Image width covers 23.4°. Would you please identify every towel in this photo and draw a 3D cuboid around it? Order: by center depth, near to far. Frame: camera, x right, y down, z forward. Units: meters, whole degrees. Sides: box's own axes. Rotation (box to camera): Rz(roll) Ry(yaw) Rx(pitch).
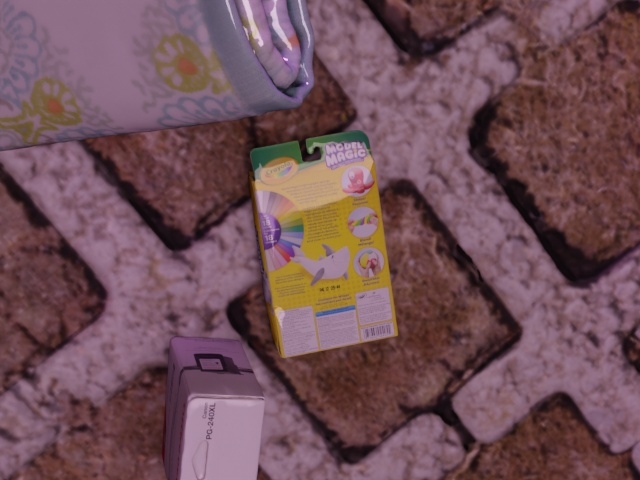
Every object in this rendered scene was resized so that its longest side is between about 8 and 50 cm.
[{"bbox_3d":[-0.184,-0.252,1.066,0.090,0.320,0.374,-34,114,-49],"label":"towel"}]

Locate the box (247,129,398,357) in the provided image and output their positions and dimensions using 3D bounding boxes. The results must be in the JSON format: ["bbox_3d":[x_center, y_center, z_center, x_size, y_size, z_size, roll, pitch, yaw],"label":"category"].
[{"bbox_3d":[0.000,0.000,1.276,0.105,0.043,0.179,-10,108,-8],"label":"box"}]

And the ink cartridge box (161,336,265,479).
[{"bbox_3d":[-0.089,0.152,1.239,0.063,0.150,0.109,4,103,-12],"label":"ink cartridge box"}]
